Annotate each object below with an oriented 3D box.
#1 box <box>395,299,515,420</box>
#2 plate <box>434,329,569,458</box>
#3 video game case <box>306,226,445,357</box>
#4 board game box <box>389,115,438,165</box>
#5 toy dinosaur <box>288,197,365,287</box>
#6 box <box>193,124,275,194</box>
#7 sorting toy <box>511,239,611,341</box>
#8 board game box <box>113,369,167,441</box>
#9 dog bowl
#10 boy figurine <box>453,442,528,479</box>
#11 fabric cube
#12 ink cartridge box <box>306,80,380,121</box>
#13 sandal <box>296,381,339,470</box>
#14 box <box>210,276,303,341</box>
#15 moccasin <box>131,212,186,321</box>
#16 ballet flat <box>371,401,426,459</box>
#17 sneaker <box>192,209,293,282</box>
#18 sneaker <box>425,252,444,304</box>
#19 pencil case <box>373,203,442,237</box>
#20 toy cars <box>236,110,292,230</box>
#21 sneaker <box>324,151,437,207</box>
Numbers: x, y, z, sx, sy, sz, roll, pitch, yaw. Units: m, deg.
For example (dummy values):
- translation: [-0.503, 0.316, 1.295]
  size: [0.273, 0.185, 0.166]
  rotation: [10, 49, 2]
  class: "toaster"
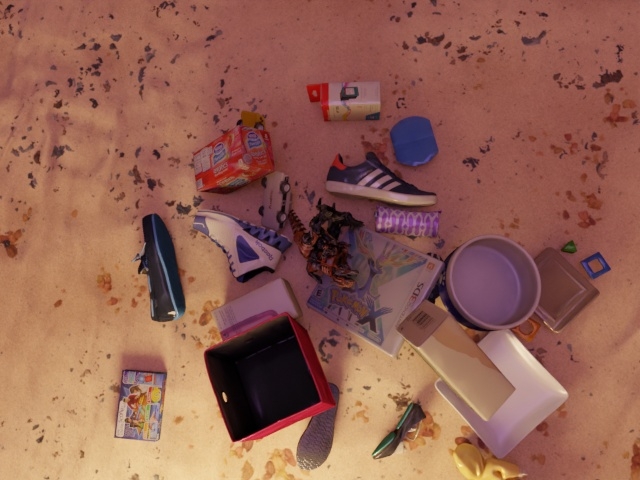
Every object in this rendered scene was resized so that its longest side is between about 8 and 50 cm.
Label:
- translation: [0.359, 0.317, 1.317]
  size: [0.121, 0.148, 0.311]
  rotation: [-45, 109, -5]
  class: "box"
- translation: [0.520, 0.432, 1.440]
  size: [0.277, 0.045, 0.278]
  rotation: [-41, 80, -2]
  class: "plate"
- translation: [0.153, 0.133, 1.456]
  size: [0.328, 0.036, 0.300]
  rotation: [26, 83, 35]
  class: "video game case"
- translation: [0.298, -0.313, 1.585]
  size: [0.133, 0.033, 0.169]
  rotation: [-14, 75, 8]
  class: "board game box"
- translation: [0.000, 0.000, 1.491]
  size: [0.321, 0.164, 0.219]
  rotation: [36, 106, 12]
  class: "toy dinosaur"
- translation: [-0.268, -0.239, 1.510]
  size: [0.256, 0.122, 0.128]
  rotation: [-18, 77, 43]
  class: "box"
- translation: [0.688, 0.148, 1.473]
  size: [0.347, 0.047, 0.196]
  rotation: [-43, 76, -3]
  class: "sorting toy"
- translation: [-0.553, 0.506, 1.524]
  size: [0.136, 0.035, 0.202]
  rotation: [4, 81, 5]
  class: "board game box"
- translation: [0.473, 0.122, 1.399]
  size: [0.264, 0.104, 0.265]
  rotation: [2, 75, -7]
  class: "dog bowl"
- translation: [0.489, 0.681, 1.379]
  size: [0.285, 0.092, 0.177]
  rotation: [32, 110, 12]
  class: "boy figurine"
- translation: [-0.132, 0.385, 1.373]
  size: [0.258, 0.258, 0.254]
  rotation: [-25, 69, 0]
  class: "fabric cube"
- translation: [0.074, -0.439, 1.571]
  size: [0.230, 0.134, 0.078]
  rotation: [-1, 81, 5]
  class: "ink cartridge box"
- translation: [0.000, 0.551, 1.468]
  size: [0.097, 0.054, 0.255]
  rotation: [20, 74, 0]
  class: "sandal"
- translation: [-0.185, 0.219, 1.481]
  size: [0.232, 0.148, 0.127]
  rotation: [-25, 80, 1]
  class: "box"
- translation: [-0.520, 0.087, 1.538]
  size: [0.116, 0.138, 0.343]
  rotation: [-15, 79, 7]
  class: "moccasin"
- translation: [0.234, 0.567, 1.432]
  size: [0.074, 0.074, 0.203]
  rotation: [39, 84, 9]
  class: "ballet flat"
- translation: [-0.261, 0.028, 1.529]
  size: [0.315, 0.127, 0.183]
  rotation: [18, 81, 6]
  class: "sneaker"
- translation: [0.288, 0.162, 1.472]
  size: [0.106, 0.110, 0.276]
  rotation: [25, 73, -7]
  class: "sneaker"
- translation: [0.264, -0.059, 1.522]
  size: [0.205, 0.086, 0.088]
  rotation: [7, 70, 4]
  class: "pencil case"
- translation: [-0.169, -0.225, 1.576]
  size: [0.176, 0.087, 0.394]
  rotation: [-32, 76, 41]
  class: "toy cars"
- translation: [0.192, -0.192, 1.523]
  size: [0.349, 0.131, 0.148]
  rotation: [11, 86, 7]
  class: "sneaker"
